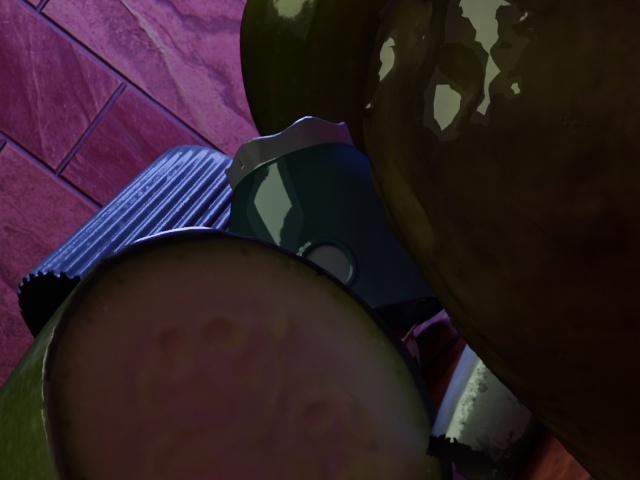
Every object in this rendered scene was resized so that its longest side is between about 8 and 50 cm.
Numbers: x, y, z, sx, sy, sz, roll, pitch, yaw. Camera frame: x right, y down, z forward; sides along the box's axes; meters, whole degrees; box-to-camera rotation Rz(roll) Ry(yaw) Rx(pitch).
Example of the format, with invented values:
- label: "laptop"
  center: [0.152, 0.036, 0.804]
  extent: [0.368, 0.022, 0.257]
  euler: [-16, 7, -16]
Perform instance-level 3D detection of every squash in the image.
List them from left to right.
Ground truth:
- label: "squash"
  center: [-0.122, 0.199, 0.762]
  extent: [0.384, 0.263, 0.263]
  euler: [-45, 12, 42]

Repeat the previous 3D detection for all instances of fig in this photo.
- label: "fig"
  center: [0.038, -0.206, 1.456]
  extent: [0.316, 0.316, 0.316]
  euler: [-50, 10, 12]

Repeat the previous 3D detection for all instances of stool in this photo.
- label: "stool"
  center: [-0.235, 0.048, 1.778]
  extent: [0.330, 0.297, 0.297]
  euler: [-54, 9, -36]

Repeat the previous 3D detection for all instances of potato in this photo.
- label: "potato"
  center: [0.139, -0.062, 0.523]
  extent: [0.301, 0.237, 0.289]
  euler: [-51, 10, 9]

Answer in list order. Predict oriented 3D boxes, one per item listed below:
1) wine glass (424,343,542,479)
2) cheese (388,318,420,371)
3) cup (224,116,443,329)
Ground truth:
- label: "wine glass"
  center: [0.139, 0.030, 0.711]
  extent: [0.262, 0.074, 0.074]
  euler: [-59, 11, -23]
- label: "cheese"
  center: [0.026, 0.121, 0.927]
  extent: [0.155, 0.062, 0.244]
  euler: [-48, -4, -2]
- label: "cup"
  center: [0.000, 0.000, 0.963]
  extent: [0.299, 0.173, 0.167]
  euler: [-22, -15, 2]
